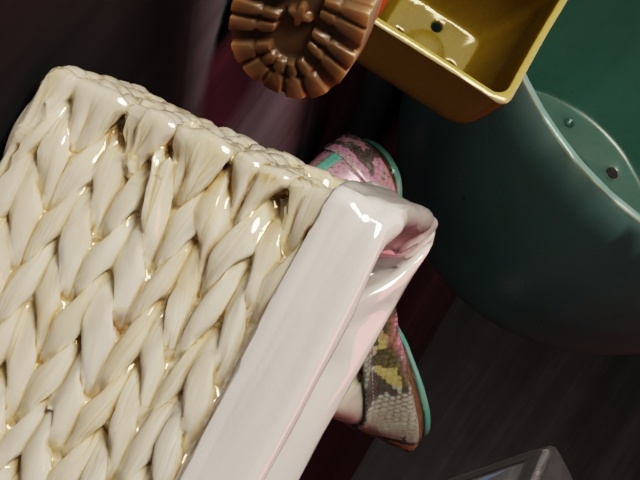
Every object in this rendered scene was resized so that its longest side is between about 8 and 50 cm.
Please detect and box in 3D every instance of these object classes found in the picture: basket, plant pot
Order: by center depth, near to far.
[{"bbox_3d":[-0.053,0.041,0.497,0.167,0.103,0.113,-61,173,5],"label":"basket"},{"bbox_3d":[0.059,-0.103,0.826,0.081,0.081,0.083,-59,-176,-18],"label":"plant pot"},{"bbox_3d":[0.180,-0.066,1.035,0.293,0.293,0.235,-57,-175,-32],"label":"plant pot"}]

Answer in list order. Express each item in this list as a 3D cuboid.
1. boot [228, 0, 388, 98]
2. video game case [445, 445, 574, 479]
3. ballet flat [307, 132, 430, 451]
[{"bbox_3d":[0.022,-0.127,0.583,0.158,0.059,0.084,-57,-179,44],"label":"boot"},{"bbox_3d":[-0.065,0.168,0.544,0.275,0.035,0.248,-24,-172,24],"label":"video game case"},{"bbox_3d":[0.008,0.042,0.935,0.079,0.077,0.221,-28,137,-19],"label":"ballet flat"}]
